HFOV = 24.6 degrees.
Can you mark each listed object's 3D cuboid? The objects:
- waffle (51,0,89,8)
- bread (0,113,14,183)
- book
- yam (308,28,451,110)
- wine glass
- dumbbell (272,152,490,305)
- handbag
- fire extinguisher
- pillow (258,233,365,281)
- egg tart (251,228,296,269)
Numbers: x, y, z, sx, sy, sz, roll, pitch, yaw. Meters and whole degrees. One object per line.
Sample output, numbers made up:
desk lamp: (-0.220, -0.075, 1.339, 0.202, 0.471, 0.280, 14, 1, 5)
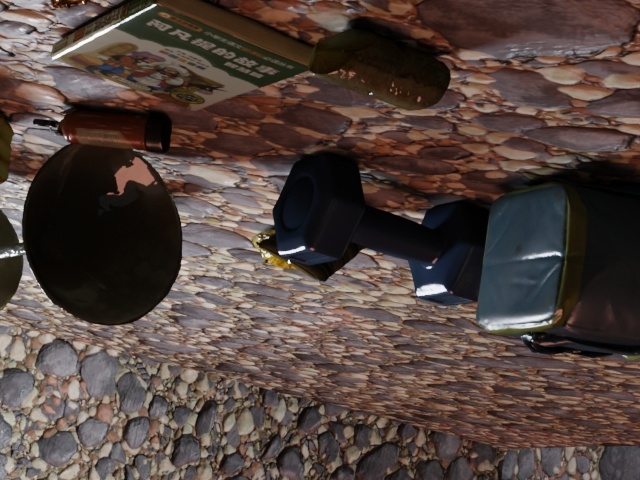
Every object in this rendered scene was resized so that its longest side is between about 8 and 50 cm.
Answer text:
waffle: (-0.298, -0.287, 1.399, 0.228, 0.051, 0.231, 25, 159, -38)
bread: (-0.554, -0.146, 1.981, 0.234, 0.111, 0.184, 8, 165, 9)
book: (-0.158, -0.209, 1.644, 0.202, 0.027, 0.264, 19, 163, -32)
yam: (0.061, -0.183, 1.533, 0.146, 0.070, 0.069, 18, 163, -27)
wine glass: (-0.428, 0.012, 2.169, 0.267, 0.267, 0.406, 21, 159, -39)
dumbbell: (0.095, -0.010, 2.025, 0.316, 0.156, 0.143, 17, 134, -30)
handbag: (0.359, 0.041, 1.899, 0.241, 0.222, 0.263, 10, 167, -21)
fire extinguisher: (-0.286, -0.147, 1.924, 0.177, 0.050, 0.062, 6, -176, 12)
pillow: (0.000, 0.000, 2.102, 0.113, 0.038, 0.203, 28, -154, 13)
egg tart: (-0.052, 0.017, 2.404, 0.130, 0.052, 0.130, 6, 167, 1)
